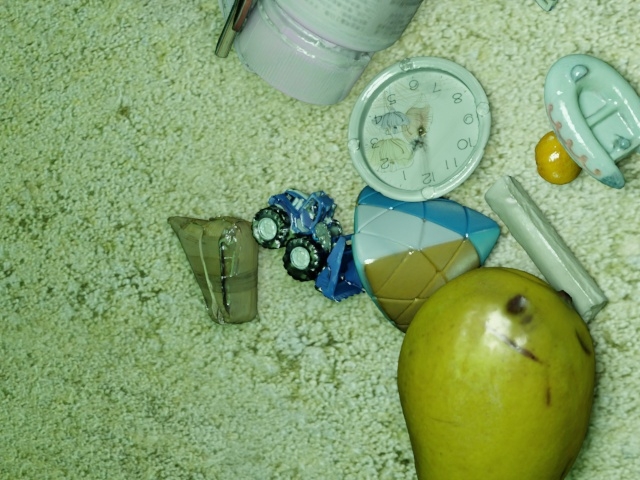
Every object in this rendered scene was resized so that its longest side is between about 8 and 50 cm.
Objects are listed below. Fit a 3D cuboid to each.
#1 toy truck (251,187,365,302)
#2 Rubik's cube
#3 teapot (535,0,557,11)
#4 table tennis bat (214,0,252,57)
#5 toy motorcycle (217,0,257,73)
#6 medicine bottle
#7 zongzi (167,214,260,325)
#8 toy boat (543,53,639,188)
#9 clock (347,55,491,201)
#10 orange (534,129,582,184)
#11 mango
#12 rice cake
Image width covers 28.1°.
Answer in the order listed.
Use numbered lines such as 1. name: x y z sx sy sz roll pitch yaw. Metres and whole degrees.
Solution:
1. toy truck: 0.000 0.000 2.104 0.208 0.113 0.126 44 114 14
2. Rubik's cube: 0.103 0.003 1.992 0.254 0.254 0.255 5 100 28
3. teapot: 0.338 -0.387 1.897 0.057 0.066 0.088 45 140 36
4. table tennis bat: -0.113 -0.384 1.967 0.022 0.173 0.301 17 148 -11
5. toy motorcycle: -0.131 -0.399 2.130 0.112 0.112 0.254 -12 93 29
6. medicine bottle: 0.025 -0.382 1.956 0.241 0.241 0.302 44 124 15
7. zongzi: -0.194 0.048 2.228 0.197 0.099 0.195 6 101 38
8. toy boat: 0.406 -0.180 1.846 0.134 0.079 0.208 -32 83 -8
9. clock: 0.158 -0.172 2.003 0.236 0.053 0.237 -4 78 21
10. orange: 0.355 -0.124 1.910 0.070 0.083 0.083 -16 90 16
11. mango: 0.254 0.255 1.940 0.301 0.220 0.445 15 107 6
12. rice cake: 0.345 0.013 1.954 0.057 0.052 0.256 -42 78 30
